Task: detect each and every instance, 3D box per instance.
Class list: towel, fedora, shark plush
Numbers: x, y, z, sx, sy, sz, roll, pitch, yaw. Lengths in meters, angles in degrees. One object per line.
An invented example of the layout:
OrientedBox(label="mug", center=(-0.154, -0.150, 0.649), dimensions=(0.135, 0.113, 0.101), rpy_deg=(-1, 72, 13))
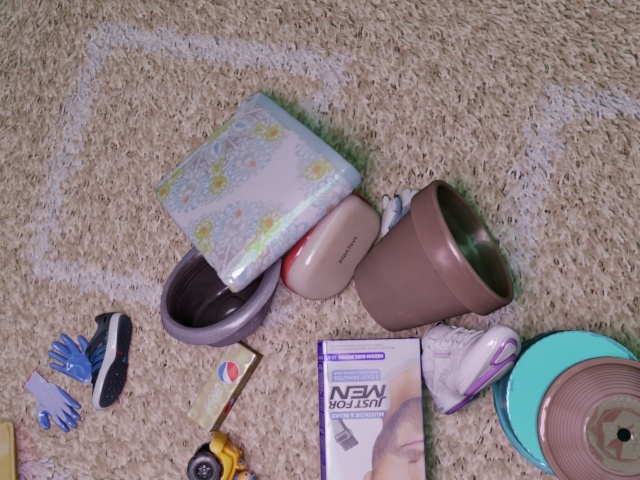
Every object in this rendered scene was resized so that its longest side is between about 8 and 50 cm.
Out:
OrientedBox(label="towel", center=(-0.134, -0.106, 1.549), dimensions=(0.320, 0.090, 0.374), rpy_deg=(-44, 46, -2))
OrientedBox(label="fedora", center=(-0.177, 0.105, 1.558), dimensions=(0.244, 0.124, 0.275), rpy_deg=(32, 74, 39))
OrientedBox(label="shark plush", center=(0.158, -0.027, 1.568), dimensions=(0.067, 0.073, 0.161), rpy_deg=(13, 77, -17))

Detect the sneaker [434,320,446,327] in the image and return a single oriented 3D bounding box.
OrientedBox(label="sneaker", center=(0.236, 0.194, 1.521), dimensions=(0.032, 0.037, 0.083), rpy_deg=(-18, 79, 7))

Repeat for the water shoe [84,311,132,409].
OrientedBox(label="water shoe", center=(-0.448, 0.250, 1.641), dimensions=(0.080, 0.073, 0.203), rpy_deg=(0, 67, 25))

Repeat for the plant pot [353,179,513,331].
OrientedBox(label="plant pot", center=(0.192, 0.052, 1.466), dimensions=(0.229, 0.263, 0.263), rpy_deg=(-32, 75, 24))

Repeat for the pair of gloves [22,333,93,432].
OrientedBox(label="pair of gloves", center=(-0.542, 0.304, 1.674), dimensions=(0.159, 0.023, 0.198), rpy_deg=(38, 89, 15))

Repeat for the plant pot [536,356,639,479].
OrientedBox(label="plant pot", center=(0.462, 0.299, 1.231), dimensions=(0.237, 0.110, 0.237), rpy_deg=(-2, 81, 12))

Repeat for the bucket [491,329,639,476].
OrientedBox(label="bucket", center=(0.443, 0.283, 1.387), dimensions=(0.281, 0.183, 0.281), rpy_deg=(-2, 81, 11))

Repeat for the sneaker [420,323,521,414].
OrientedBox(label="sneaker", center=(0.241, 0.205, 1.393), dimensions=(0.114, 0.305, 0.152), rpy_deg=(-24, 70, -26))

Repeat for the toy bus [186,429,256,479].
OrientedBox(label="toy bus", center=(-0.178, 0.505, 1.511), dimensions=(0.211, 0.149, 0.220), rpy_deg=(27, 84, 2))

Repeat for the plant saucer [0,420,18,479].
OrientedBox(label="plant saucer", center=(-0.737, 0.579, 1.599), dimensions=(0.333, 0.081, 0.332), rpy_deg=(-23, 56, 7))

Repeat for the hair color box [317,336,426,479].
OrientedBox(label="hair color box", center=(0.093, 0.351, 1.463), dimensions=(0.185, 0.110, 0.338), rpy_deg=(-1, 83, -7))

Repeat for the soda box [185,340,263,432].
OrientedBox(label="soda box", center=(-0.192, 0.291, 1.584), dimensions=(0.061, 0.058, 0.181), rpy_deg=(31, 87, 15))

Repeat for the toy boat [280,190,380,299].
OrientedBox(label="toy boat", center=(0.000, 0.000, 1.567), dimensions=(0.151, 0.151, 0.231), rpy_deg=(30, 87, 45))
